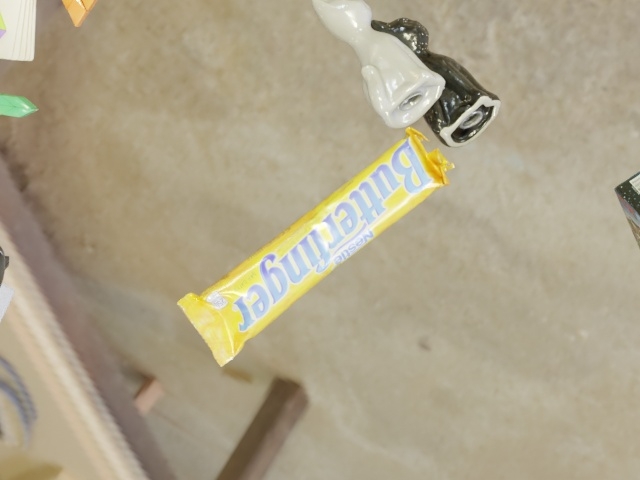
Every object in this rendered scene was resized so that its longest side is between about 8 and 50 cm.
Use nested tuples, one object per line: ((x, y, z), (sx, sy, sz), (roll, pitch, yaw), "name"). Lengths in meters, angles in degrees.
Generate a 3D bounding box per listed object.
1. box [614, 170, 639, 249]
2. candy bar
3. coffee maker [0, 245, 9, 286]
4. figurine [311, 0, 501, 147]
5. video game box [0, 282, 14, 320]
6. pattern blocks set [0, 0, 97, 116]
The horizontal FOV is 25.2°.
((0.454, 0.038, 1.741), (0.159, 0.044, 0.233), (56, -179, -45), "box")
((0.000, 0.000, 0.742), (0.040, 0.161, 0.018), (52, 171, -2), "candy bar")
((-0.354, 0.015, 1.076), (0.178, 0.171, 0.120), (40, 166, 18), "coffee maker")
((0.099, -0.230, 1.827), (0.092, 0.215, 0.209), (-49, 57, 22), "figurine")
((-0.419, 0.151, 1.518), (0.048, 0.205, 0.187), (34, 140, -20), "video game box")
((-0.398, -0.301, 1.648), (0.286, 0.026, 0.324), (-3, 98, 6), "pattern blocks set")
